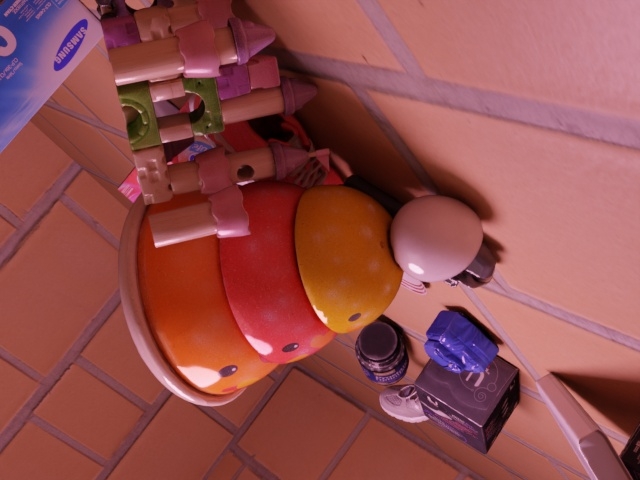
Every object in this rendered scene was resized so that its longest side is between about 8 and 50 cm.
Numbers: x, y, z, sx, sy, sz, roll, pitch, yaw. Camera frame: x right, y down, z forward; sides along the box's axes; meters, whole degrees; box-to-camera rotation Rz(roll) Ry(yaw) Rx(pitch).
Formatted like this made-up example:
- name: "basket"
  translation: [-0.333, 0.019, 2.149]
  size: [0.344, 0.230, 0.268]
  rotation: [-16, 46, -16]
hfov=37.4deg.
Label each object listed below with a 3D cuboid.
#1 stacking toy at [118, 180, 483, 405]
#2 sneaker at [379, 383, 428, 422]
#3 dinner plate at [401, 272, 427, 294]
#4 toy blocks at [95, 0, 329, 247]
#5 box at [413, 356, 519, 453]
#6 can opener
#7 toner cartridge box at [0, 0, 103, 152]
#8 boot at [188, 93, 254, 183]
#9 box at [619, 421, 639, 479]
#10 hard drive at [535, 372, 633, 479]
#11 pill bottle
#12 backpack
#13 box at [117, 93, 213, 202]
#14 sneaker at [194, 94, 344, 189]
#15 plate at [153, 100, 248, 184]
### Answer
- name: "stacking toy"
  translation: [-0.008, 0.031, 1.323]
  size: [0.479, 0.351, 0.351]
  rotation: [-13, 140, 26]
- name: "sneaker"
  translation: [0.271, 0.370, 2.295]
  size: [0.281, 0.105, 0.115]
  rotation: [-4, 129, 28]
- name: "dinner plate"
  translation: [0.142, 0.053, 1.749]
  size: [0.141, 0.017, 0.141]
  rotation: [37, 168, 9]
- name: "toy blocks"
  translation: [-0.131, -0.195, 1.231]
  size: [0.309, 0.260, 0.289]
  rotation: [-119, 17, -56]
- name: "box"
  translation: [0.307, 0.316, 1.954]
  size: [0.165, 0.143, 0.270]
  rotation: [31, 166, 22]
- name: "can opener"
  translation: [0.141, -0.020, 1.398]
  size: [0.280, 0.074, 0.093]
  rotation: [31, 131, 23]
- name: "toner cartridge box"
  translation: [-0.545, -0.295, 1.628]
  size: [0.165, 0.348, 0.075]
  rotation: [44, 165, -32]
- name: "boot"
  translation: [-0.120, -0.159, 1.589]
  size: [0.123, 0.095, 0.258]
  rotation: [51, -177, 41]
- name: "box"
  translation: [0.582, 0.367, 1.439]
  size: [0.207, 0.108, 0.153]
  rotation: [28, 164, 39]
- name: "hard drive"
  translation: [0.451, 0.359, 1.528]
  size: [0.233, 0.047, 0.353]
  rotation: [59, -174, -3]
- name: "pill bottle"
  translation: [0.149, 0.271, 2.293]
  size: [0.122, 0.123, 0.219]
  rotation: [33, 168, 19]
- name: "backpack"
  translation: [0.261, 0.197, 1.755]
  size: [0.120, 0.101, 0.098]
  rotation: [36, 175, -12]
- name: "box"
  translation: [-0.253, -0.134, 1.760]
  size: [0.154, 0.142, 0.300]
  rotation: [41, 156, -12]
- name: "sneaker"
  translation: [-0.055, -0.123, 1.431]
  size: [0.314, 0.116, 0.136]
  rotation: [42, 164, -26]
- name: "plate"
  translation: [-0.267, -0.186, 1.968]
  size: [0.277, 0.045, 0.278]
  rotation: [39, 168, -8]
